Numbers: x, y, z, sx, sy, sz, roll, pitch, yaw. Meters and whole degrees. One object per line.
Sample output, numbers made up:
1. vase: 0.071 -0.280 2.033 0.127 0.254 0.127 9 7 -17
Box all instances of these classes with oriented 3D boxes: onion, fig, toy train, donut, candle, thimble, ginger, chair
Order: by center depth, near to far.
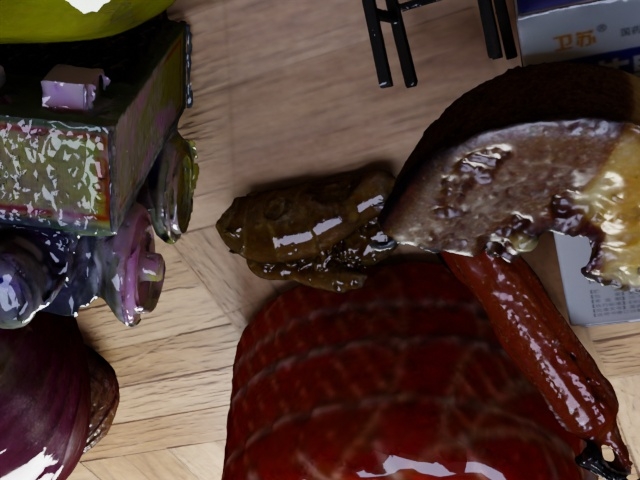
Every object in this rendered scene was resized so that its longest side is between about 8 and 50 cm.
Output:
1. donut: 0.156 -0.039 0.532 0.217 0.085 0.141 16 137 -8
2. chair: 0.056 -0.205 0.539 0.084 0.101 0.212 -12 97 18
3. toy train: -0.159 -0.055 0.600 0.134 0.261 0.177 7 119 1
4. candle: 0.164 0.070 0.701 0.059 0.084 0.301 -33 89 11
5. onion: -0.307 0.054 0.743 0.347 0.285 0.347 42 162 17
6. ginger: 0.000 0.000 0.754 0.162 0.073 0.103 -12 135 18
7. thimble: 0.081 0.200 0.846 0.350 0.230 0.350 4 138 4
8. fig: -0.298 0.200 0.921 0.146 0.201 0.134 35 140 -18

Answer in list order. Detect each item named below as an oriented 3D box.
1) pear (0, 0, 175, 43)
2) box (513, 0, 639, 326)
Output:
1. pear: -0.174 -0.224 0.402 0.294 0.294 0.294 4 137 4
2. box: 0.251 -0.077 0.616 0.200 0.106 0.299 -9 133 16
